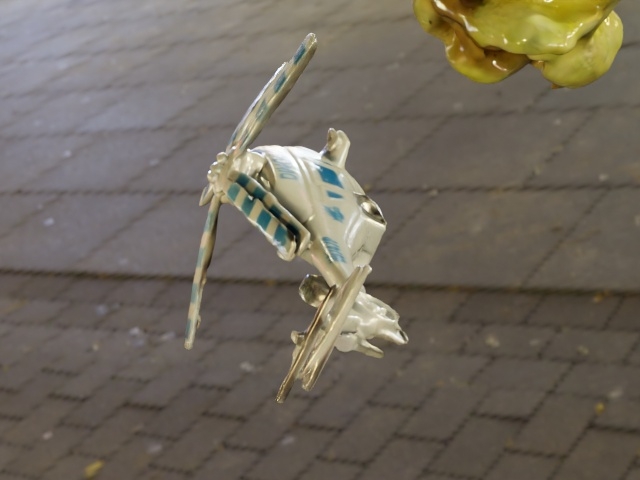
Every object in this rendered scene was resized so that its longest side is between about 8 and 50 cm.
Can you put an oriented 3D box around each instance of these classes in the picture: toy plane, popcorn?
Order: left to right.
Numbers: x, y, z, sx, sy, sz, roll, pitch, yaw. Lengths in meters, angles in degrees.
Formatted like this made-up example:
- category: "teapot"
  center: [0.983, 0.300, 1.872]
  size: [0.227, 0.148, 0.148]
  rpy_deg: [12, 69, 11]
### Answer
- category: "toy plane"
  center: [0.005, -0.009, 0.726]
  size: [0.107, 0.182, 0.273]
  rpy_deg: [21, -4, -21]
- category: "popcorn"
  center: [0.160, -0.240, 1.042]
  size: [0.195, 0.254, 0.256]
  rpy_deg: [14, -14, -27]
